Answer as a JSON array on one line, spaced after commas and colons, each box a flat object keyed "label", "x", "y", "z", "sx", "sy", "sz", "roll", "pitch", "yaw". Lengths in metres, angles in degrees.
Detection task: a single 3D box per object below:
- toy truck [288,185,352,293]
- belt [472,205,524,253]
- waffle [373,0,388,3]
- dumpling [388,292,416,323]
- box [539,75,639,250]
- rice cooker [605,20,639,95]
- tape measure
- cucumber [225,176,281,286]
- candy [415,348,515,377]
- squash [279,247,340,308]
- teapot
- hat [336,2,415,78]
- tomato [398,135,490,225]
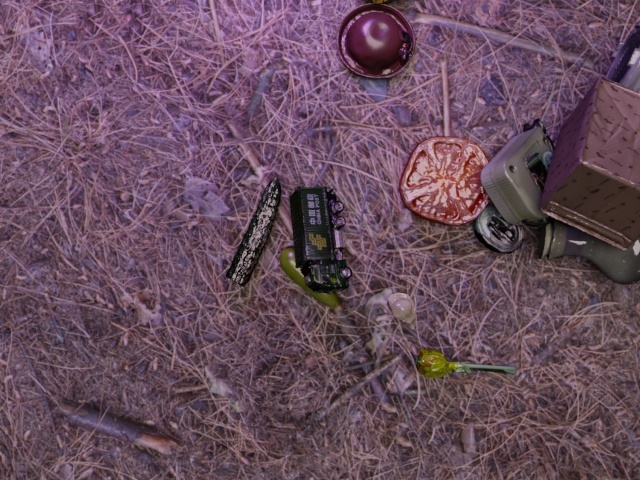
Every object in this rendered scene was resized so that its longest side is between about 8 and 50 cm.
[{"label": "toy truck", "x": 0.000, "y": 0.000, "z": 1.489, "sx": 0.121, "sy": 0.088, "sz": 0.259, "roll": -1, "pitch": 74, "yaw": -20}, {"label": "belt", "x": 0.451, "y": -0.028, "z": 1.523, "sx": 0.140, "sy": 0.058, "sz": 0.105, "roll": 39, "pitch": 87, "yaw": 3}, {"label": "waffle", "x": 0.170, "y": -0.682, "z": 1.537, "sx": 0.194, "sy": 0.051, "sz": 0.149, "roll": -26, "pitch": 77, "yaw": -8}, {"label": "dumpling", "x": 0.210, "y": 0.171, "z": 1.539, "sx": 0.076, "sy": 0.057, "sz": 0.052, "roll": 30, "pitch": 129, "yaw": 25}, {"label": "box", "x": 0.654, "y": -0.176, "z": 1.345, "sx": 0.225, "sy": 0.190, "sz": 0.297, "roll": 25, "pitch": 56, "yaw": 3}, {"label": "rice cooker", "x": 0.815, "y": -0.385, "z": 1.430, "sx": 0.227, "sy": 0.241, "sz": 0.281, "roll": 23, "pitch": 134, "yaw": 4}, {"label": "tape measure", "x": 0.518, "y": -0.154, "z": 1.464, "sx": 0.235, "sy": 0.115, "sz": 0.207, "roll": -43, "pitch": 100, "yaw": -32}, {"label": "cucumber", "x": -0.158, "y": -0.024, "z": 1.539, "sx": 0.067, "sy": 0.067, "sz": 0.294, "roll": 24, "pitch": 88, "yaw": 2}, {"label": "candy", "x": 0.369, "y": 0.321, "z": 1.523, "sx": 0.262, "sy": 0.077, "sz": 0.073, "roll": 6, "pitch": 92, "yaw": -7}, {"label": "squash", "x": -0.027, "y": 0.099, "z": 1.535, "sx": 0.066, "sy": 0.066, "sz": 0.201, "roll": -44, "pitch": 94, "yaw": 1}, {"label": "teapot", "x": 0.669, "y": 0.008, "z": 1.468, "sx": 0.250, "sy": 0.183, "sz": 0.184, "roll": 6, "pitch": 89, "yaw": 12}, {"label": "hat", "x": 0.141, "y": -0.510, "z": 1.526, "sx": 0.205, "sy": 0.089, "sz": 0.206, "roll": 0, "pitch": 89, "yaw": 1}, {"label": "tomato", "x": 0.308, "y": -0.146, "z": 1.512, "sx": 0.236, "sy": 0.095, "sz": 0.237, "roll": 0, "pitch": 91, "yaw": -4}]
